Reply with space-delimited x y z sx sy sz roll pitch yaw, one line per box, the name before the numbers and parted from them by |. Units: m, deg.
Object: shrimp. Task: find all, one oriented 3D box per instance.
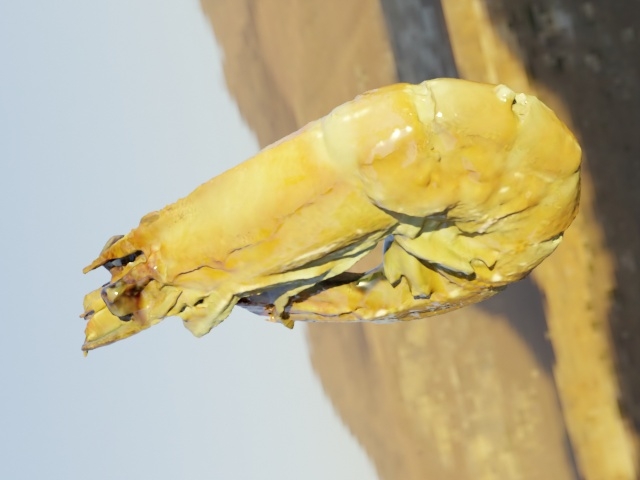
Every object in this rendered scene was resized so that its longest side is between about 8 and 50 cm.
shrimp | 0.000 0.000 0.596 0.099 0.180 0.041 53 -158 -47
